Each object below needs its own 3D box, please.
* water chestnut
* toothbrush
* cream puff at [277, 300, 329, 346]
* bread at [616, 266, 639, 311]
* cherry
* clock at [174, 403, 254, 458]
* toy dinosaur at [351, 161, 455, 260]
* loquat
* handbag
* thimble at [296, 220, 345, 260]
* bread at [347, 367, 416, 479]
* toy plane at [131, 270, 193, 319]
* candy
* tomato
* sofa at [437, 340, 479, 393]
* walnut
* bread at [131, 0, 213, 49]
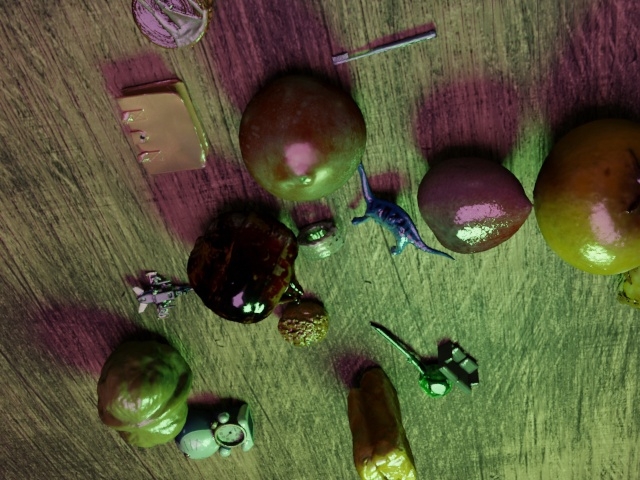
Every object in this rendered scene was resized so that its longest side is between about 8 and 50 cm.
[{"bbox_3d":[-0.176,0.069,1.893,0.289,0.288,0.244,-24,160,22],"label":"water chestnut"},{"bbox_3d":[0.129,-0.396,1.610,0.220,0.016,0.019,-11,121,14],"label":"toothbrush"},{"bbox_3d":[-0.047,0.231,2.116,0.144,0.103,0.126,-3,133,13],"label":"cream puff"},{"bbox_3d":[0.884,0.091,1.857,0.325,0.167,0.277,14,134,17],"label":"bread"},{"bbox_3d":[0.343,-0.087,1.747,0.240,0.206,0.239,0,129,0],"label":"cherry"},{"bbox_3d":[-0.329,0.593,2.427,0.244,0.146,0.199,-9,125,6],"label":"clock"},{"bbox_3d":[0.166,-0.047,1.856,0.329,0.076,0.144,47,145,1],"label":"toy dinosaur"},{"bbox_3d":[0.602,-0.088,1.683,0.329,0.328,0.359,21,173,-15],"label":"loquat"},{"bbox_3d":[-0.346,-0.245,1.739,0.158,0.059,0.212,-8,131,9],"label":"handbag"},{"bbox_3d":[0.000,0.000,1.920,0.110,0.084,0.062,-15,129,18],"label":"thimble"},{"bbox_3d":[0.161,0.538,2.223,0.149,0.344,0.195,-22,126,9],"label":"bread"},{"bbox_3d":[-0.399,0.141,2.083,0.189,0.062,0.135,-8,105,6],"label":"toy plane"},{"bbox_3d":[0.253,0.330,2.220,0.097,0.097,0.323,-35,113,29],"label":"candy"},{"bbox_3d":[-0.038,-0.203,1.653,0.271,0.222,0.270,3,135,3],"label":"tomato"},{"bbox_3d":[0.395,0.359,2.220,0.060,0.085,0.147,-28,124,29],"label":"sofa"},{"bbox_3d":[-0.492,0.421,2.202,0.254,0.276,0.281,8,121,-11],"label":"walnut"},{"bbox_3d":[-0.288,-0.456,1.540,0.161,0.073,0.160,0,128,0],"label":"bread"}]
